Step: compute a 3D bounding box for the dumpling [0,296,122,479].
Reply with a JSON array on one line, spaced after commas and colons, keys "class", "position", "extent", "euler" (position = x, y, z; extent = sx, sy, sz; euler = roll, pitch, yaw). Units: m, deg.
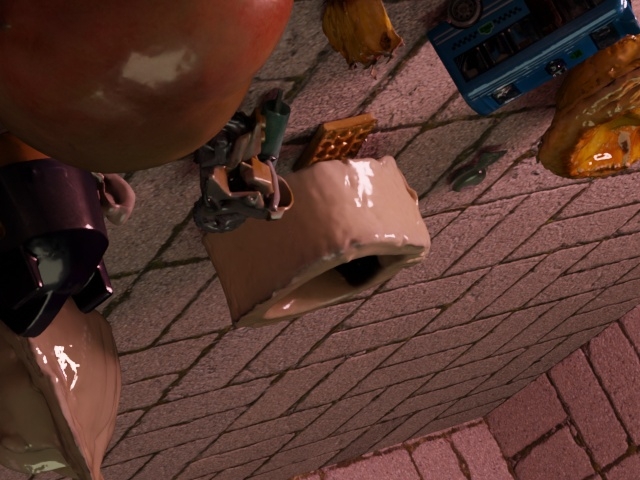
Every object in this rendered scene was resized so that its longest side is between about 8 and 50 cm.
[{"class": "dumpling", "position": [-0.357, 0.217, 2.050], "extent": [0.233, 0.315, 0.395], "euler": [-29, 155, -17]}]

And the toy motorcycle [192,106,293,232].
[{"class": "toy motorcycle", "position": [-0.097, -0.089, 1.867], "extent": [0.130, 0.094, 0.229], "euler": [-2, 144, -5]}]

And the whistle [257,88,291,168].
[{"class": "whistle", "position": [-0.064, -0.132, 1.910], "extent": [0.039, 0.039, 0.186], "euler": [-20, 161, -17]}]

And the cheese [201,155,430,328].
[{"class": "cheese", "position": [0.001, -0.003, 2.133], "extent": [0.292, 0.153, 0.332], "euler": [-14, 167, -32]}]

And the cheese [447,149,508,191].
[{"class": "cheese", "position": [0.249, -0.110, 2.411], "extent": [0.067, 0.026, 0.121], "euler": [-10, 156, -41]}]

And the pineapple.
[{"class": "pineapple", "position": [0.050, -0.248, 1.664], "extent": [0.069, 0.137, 0.116], "euler": [-24, 120, -14]}]

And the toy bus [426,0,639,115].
[{"class": "toy bus", "position": [0.265, -0.263, 1.829], "extent": [0.246, 0.134, 0.113], "euler": [-29, 162, 13]}]

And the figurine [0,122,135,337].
[{"class": "figurine", "position": [-0.299, -0.056, 1.426], "extent": [0.308, 0.308, 0.143], "euler": [-13, 153, -35]}]

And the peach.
[{"class": "peach", "position": [-0.167, -0.187, 1.278], "extent": [0.292, 0.247, 0.292], "euler": [-32, -176, 3]}]

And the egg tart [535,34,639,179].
[{"class": "egg tart", "position": [0.461, -0.212, 2.240], "extent": [0.341, 0.132, 0.341], "euler": [-22, 162, -8]}]

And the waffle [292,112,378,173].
[{"class": "waffle", "position": [0.019, -0.128, 2.061], "extent": [0.092, 0.021, 0.135], "euler": [-16, 160, -26]}]
